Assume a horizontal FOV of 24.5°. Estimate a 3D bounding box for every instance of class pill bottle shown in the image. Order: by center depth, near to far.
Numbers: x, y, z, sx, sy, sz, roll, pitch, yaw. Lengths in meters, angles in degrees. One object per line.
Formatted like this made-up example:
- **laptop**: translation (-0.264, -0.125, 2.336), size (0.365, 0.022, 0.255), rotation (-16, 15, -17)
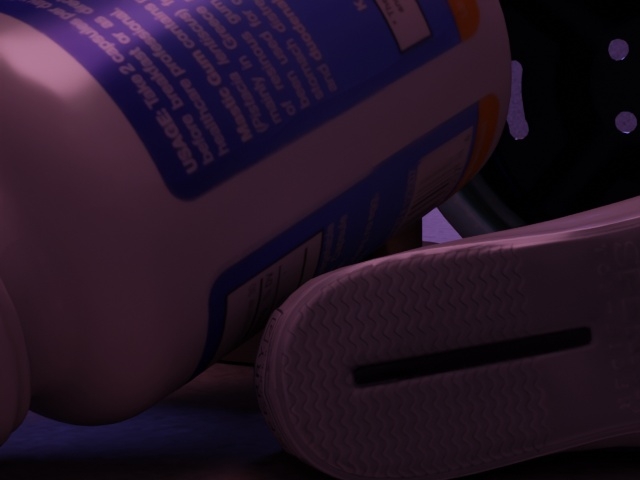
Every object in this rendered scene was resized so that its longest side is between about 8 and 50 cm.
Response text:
- **pill bottle**: translation (-0.066, -0.028, 0.536), size (0.152, 0.152, 0.272), rotation (7, 31, 46)

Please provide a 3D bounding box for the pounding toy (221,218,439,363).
- **pounding toy**: translation (0.011, 0.000, 0.761), size (0.181, 0.094, 0.206), rotation (3, 8, 28)

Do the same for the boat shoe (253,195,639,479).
- **boat shoe**: translation (0.124, 0.023, 0.521), size (0.302, 0.109, 0.094), rotation (-4, 5, -6)

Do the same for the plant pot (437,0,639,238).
- **plant pot**: translation (0.214, -0.115, 0.866), size (0.341, 0.341, 0.334), rotation (1, -1, 8)
